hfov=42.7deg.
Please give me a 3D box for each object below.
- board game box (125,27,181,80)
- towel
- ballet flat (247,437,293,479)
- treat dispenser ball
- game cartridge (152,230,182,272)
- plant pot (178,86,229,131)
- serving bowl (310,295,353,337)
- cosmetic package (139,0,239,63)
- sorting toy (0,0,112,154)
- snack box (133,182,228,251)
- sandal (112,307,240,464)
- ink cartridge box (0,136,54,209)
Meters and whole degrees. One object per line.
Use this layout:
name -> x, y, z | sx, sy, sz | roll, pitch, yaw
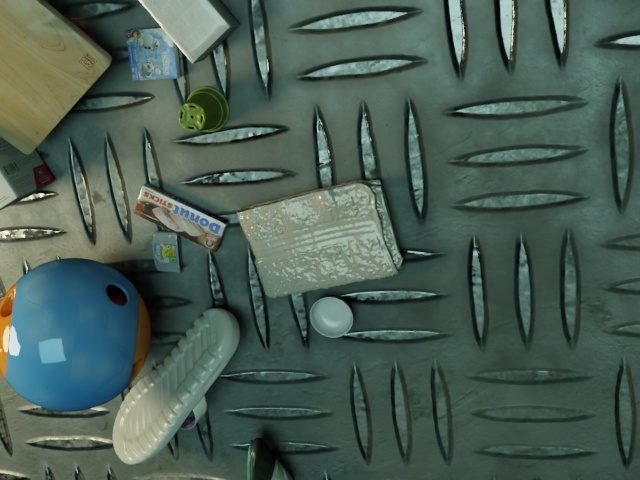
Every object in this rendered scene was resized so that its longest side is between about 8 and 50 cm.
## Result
board game box -> -0.300, -0.335, 1.469 | 0.090, 0.020, 0.090 | -1, 109, 13
towel -> 0.000, 0.000, 1.496 | 0.282, 0.049, 0.187 | -13, 105, 18
ballet flat -> -0.109, 0.520, 1.691 | 0.096, 0.095, 0.280 | 8, 121, 1
treat dispenser ball -> -0.467, 0.177, 1.547 | 0.288, 0.288, 0.288 | 5, 110, 13
game cartridge -> -0.300, 0.023, 1.599 | 0.056, 0.017, 0.083 | 4, 110, 17
plant pot -> -0.214, -0.225, 1.454 | 0.083, 0.079, 0.083 | 5, 111, 12
serving bowl -> 0.023, 0.141, 1.551 | 0.083, 0.027, 0.083 | 5, 111, 13
cosmetic package -> -0.256, -0.429, 1.402 | 0.099, 0.060, 0.239 | -38, 96, 21
sorting toy -> -0.547, -0.332, 1.465 | 0.255, 0.089, 0.257 | -41, 115, 21
snack box -> -0.266, -0.044, 1.562 | 0.178, 0.022, 0.064 | 25, 112, 5
sandal -> -0.275, 0.312, 1.643 | 0.102, 0.169, 0.416 | 23, 120, -39
ink cartridge box -> -0.608, -0.158, 1.552 | 0.072, 0.127, 0.175 | -27, 100, 24
